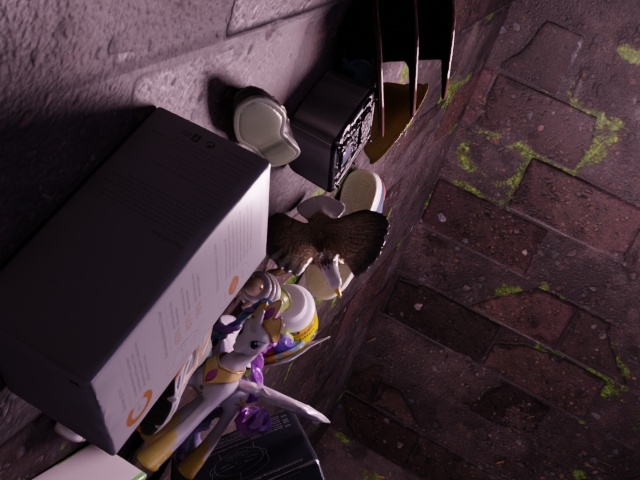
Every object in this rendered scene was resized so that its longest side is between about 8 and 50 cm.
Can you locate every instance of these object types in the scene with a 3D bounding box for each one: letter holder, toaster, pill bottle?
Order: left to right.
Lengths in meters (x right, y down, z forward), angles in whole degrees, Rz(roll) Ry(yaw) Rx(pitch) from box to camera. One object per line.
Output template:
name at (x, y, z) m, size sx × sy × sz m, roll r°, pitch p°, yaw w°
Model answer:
pill bottle at (-0.068, 0.175, 1.977) m, size 0.117 × 0.117 × 0.215 m, roll -58°, pitch 166°, yaw -16°
toaster at (0.024, -0.209, 1.569) m, size 0.168 × 0.110 × 0.186 m, roll -57°, pitch 167°, yaw -26°
letter holder at (0.179, -0.347, 1.616) m, size 0.302 × 0.152 × 0.215 m, roll 76°, pitch 14°, yaw -71°

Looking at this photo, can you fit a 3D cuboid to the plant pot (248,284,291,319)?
plant pot at (-0.117, 0.145, 1.790) m, size 0.079 × 0.083 × 0.083 m, roll -55°, pitch 166°, yaw -44°

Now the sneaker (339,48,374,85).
sneaker at (0.062, -0.311, 1.622) m, size 0.073 × 0.063 × 0.162 m, roll -56°, pitch 166°, yaw -11°

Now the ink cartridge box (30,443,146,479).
ink cartridge box at (-0.407, 0.482, 1.296) m, size 0.273 × 0.114 × 0.198 m, roll -66°, pitch 167°, yaw 15°

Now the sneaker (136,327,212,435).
sneaker at (-0.237, 0.210, 1.406) m, size 0.121 × 0.099 × 0.262 m, roll -3°, pitch 121°, yaw -63°

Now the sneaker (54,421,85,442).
sneaker at (-0.324, 0.246, 1.253) m, size 0.075 × 0.063 × 0.170 m, roll -59°, pitch 163°, yaw 14°

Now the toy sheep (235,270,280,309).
toy sheep at (-0.124, 0.106, 1.702) m, size 0.091 × 0.091 × 0.132 m, roll -61°, pitch 162°, yaw -5°

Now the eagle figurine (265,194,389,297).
eagle figurine at (0.007, 0.009, 1.687) m, size 0.226 × 0.225 × 0.298 m, roll -49°, pitch 172°, yaw -10°

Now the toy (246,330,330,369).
toy at (-0.105, 0.243, 1.883) m, size 0.137 × 0.056 × 0.237 m, roll -26°, pitch -179°, yaw -42°

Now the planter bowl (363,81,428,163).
planter bowl at (0.139, -0.283, 1.847) m, size 0.217 × 0.090 × 0.217 m, roll -54°, pitch -171°, yaw 12°

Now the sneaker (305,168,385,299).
sneaker at (0.079, -0.009, 2.138) m, size 0.350 × 0.131 × 0.148 m, roll -64°, pitch 162°, yaw 8°

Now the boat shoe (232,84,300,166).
boat shoe at (-0.091, -0.184, 1.284) m, size 0.081 × 0.069 × 0.228 m, roll -22°, pitch 161°, yaw 4°

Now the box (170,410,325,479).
box at (-0.134, 0.532, 1.687) m, size 0.293 × 0.212 × 0.395 m, roll -20°, pitch -175°, yaw -7°

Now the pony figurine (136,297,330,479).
pony figurine at (-0.166, 0.282, 1.582) m, size 0.363 × 0.303 × 0.351 m, roll -45°, pitch 156°, yaw -6°

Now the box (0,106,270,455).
box at (-0.222, 0.045, 1.013) m, size 0.345 × 0.168 × 0.215 m, roll -55°, pitch 165°, yaw -32°
